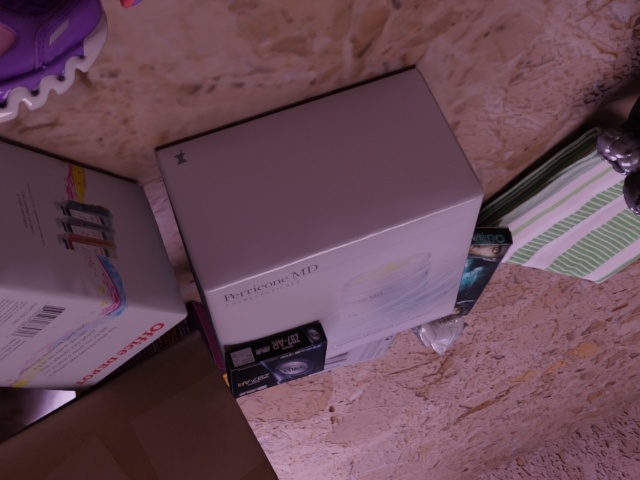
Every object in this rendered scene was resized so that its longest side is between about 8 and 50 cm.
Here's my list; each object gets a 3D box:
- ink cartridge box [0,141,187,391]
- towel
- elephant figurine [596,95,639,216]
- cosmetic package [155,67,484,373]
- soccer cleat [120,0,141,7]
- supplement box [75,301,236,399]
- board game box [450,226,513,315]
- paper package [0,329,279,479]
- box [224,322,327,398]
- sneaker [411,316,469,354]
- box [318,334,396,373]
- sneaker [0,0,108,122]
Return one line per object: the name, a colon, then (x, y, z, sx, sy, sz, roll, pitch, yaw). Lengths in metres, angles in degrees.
ink cartridge box: (-0.212, 0.024, 0.675, 0.128, 0.127, 0.176, -35, 152, 23)
towel: (0.327, -0.029, 1.094, 0.324, 0.038, 0.248, 8, 143, -43)
elephant figurine: (0.358, -0.124, 0.805, 0.169, 0.186, 0.239, -14, 153, -12)
cosmetic package: (0.000, 0.000, 0.797, 0.224, 0.138, 0.225, -19, 152, -8)
soccer cleat: (-0.160, -0.177, 0.379, 0.116, 0.109, 0.318, -36, 154, 32)
supplement box: (-0.160, 0.153, 1.011, 0.188, 0.081, 0.104, -35, 151, 21)
board game box: (0.131, 0.040, 1.060, 0.126, 0.026, 0.186, -2, 152, -8)
paper package: (-0.247, 0.249, 0.798, 0.309, 0.168, 0.324, -30, 180, 36)
box: (-0.037, 0.101, 0.776, 0.083, 0.018, 0.067, -16, 153, -13)
sneaker: (0.152, 0.107, 1.224, 0.061, 0.054, 0.152, -39, 157, 9)
box: (0.026, 0.080, 1.019, 0.101, 0.087, 0.101, -13, 152, -22)
sneaker: (-0.227, -0.106, 0.477, 0.236, 0.095, 0.105, -22, 125, -21)
